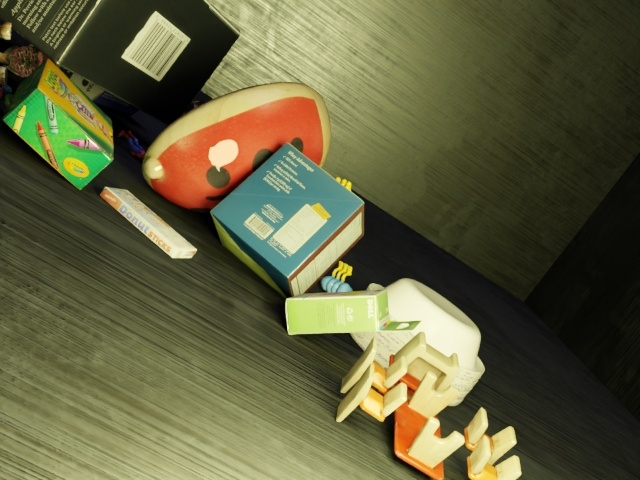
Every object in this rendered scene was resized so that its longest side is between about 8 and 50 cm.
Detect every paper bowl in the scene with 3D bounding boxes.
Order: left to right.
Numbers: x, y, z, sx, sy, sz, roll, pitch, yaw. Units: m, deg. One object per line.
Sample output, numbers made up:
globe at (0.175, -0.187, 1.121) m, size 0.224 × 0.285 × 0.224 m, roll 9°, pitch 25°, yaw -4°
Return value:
paper bowl at (0.202, 0.184, 1.605) m, size 0.284 × 0.148 × 0.284 m, roll 33°, pitch 9°, yaw -6°

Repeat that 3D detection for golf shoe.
golf shoe at (-0.656, -0.394, 1.764) m, size 0.086 × 0.067 × 0.186 m, roll 7°, pitch 12°, yaw 4°

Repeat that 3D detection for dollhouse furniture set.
dollhouse furniture set at (0.150, 0.266, 1.237) m, size 0.262 × 0.135 × 0.259 m, roll 33°, pitch 22°, yaw -7°

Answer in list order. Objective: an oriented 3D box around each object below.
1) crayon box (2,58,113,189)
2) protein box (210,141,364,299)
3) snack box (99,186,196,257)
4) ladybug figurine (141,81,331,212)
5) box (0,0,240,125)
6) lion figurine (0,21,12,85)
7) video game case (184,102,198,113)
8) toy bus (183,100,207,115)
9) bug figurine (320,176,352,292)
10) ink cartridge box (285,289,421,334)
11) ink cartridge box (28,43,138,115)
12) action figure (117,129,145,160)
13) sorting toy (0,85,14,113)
crayon box at (-0.450, -0.210, 1.407) m, size 0.165 × 0.081 × 0.278 m, roll 46°, pitch 5°, yaw -26°
protein box at (-0.056, -0.032, 1.499) m, size 0.200 × 0.201 × 0.136 m, roll 39°, pitch -19°, yaw 19°
snack box at (-0.291, -0.031, 1.363) m, size 0.178 × 0.022 × 0.064 m, roll 38°, pitch 12°, yaw 17°
ladybug figurine at (-0.149, -0.171, 1.628) m, size 0.450 × 0.305 × 0.161 m, roll -21°, pitch 68°, yaw -36°
box at (-0.510, -0.541, 1.767) m, size 0.472 × 0.297 × 0.480 m, roll 39°, pitch 5°, yaw 18°
lion figurine at (-0.633, -0.309, 1.275) m, size 0.240 × 0.142 × 0.392 m, roll 1°, pitch 4°, yaw -13°
video game case at (-0.206, -0.169, 1.898) m, size 0.248 × 0.035 × 0.274 m, roll 27°, pitch 39°, yaw -39°
toy bus at (-0.314, -0.293, 2.172) m, size 0.220 × 0.149 × 0.211 m, roll 22°, pitch 3°, yaw -41°
bug figurine at (0.000, 0.000, 1.709) m, size 0.072 × 0.278 × 0.216 m, roll -20°, pitch 28°, yaw -35°
ink cartridge box at (0.057, 0.119, 1.359) m, size 0.210 × 0.062 × 0.109 m, roll -3°, pitch 1°, yaw 15°
ink cartridge box at (-0.575, -0.409, 2.047) m, size 0.333 × 0.065 × 0.165 m, roll 38°, pitch 11°, yaw 23°
action figure at (-0.393, -0.193, 1.750) m, size 0.115 × 0.030 × 0.038 m, roll 44°, pitch 18°, yaw 19°
sorting toy at (-0.571, -0.247, 1.433) m, size 0.102 × 0.042 × 0.061 m, roll 42°, pitch 20°, yaw -35°
